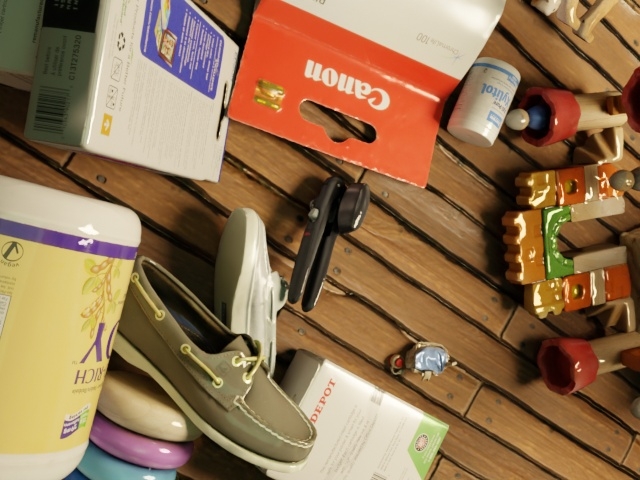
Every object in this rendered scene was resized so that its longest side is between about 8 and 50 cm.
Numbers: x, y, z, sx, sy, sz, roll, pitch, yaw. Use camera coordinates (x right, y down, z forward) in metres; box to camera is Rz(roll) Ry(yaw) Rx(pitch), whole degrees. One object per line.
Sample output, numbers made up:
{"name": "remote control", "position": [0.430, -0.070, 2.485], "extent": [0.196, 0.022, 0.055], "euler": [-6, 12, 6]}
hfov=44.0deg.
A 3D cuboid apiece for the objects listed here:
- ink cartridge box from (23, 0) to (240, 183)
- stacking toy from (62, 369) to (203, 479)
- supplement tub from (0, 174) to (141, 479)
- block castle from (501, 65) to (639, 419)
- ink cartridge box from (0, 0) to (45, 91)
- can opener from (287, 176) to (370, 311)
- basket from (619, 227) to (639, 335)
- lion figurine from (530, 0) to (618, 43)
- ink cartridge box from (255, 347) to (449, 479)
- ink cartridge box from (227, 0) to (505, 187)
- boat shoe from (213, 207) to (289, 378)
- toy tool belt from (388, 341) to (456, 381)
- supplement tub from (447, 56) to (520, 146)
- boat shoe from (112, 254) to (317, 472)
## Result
{"name": "ink cartridge box", "position": [-0.168, -0.161, 0.809], "extent": [0.069, 0.371, 0.176], "euler": [10, 91, 11]}
{"name": "stacking toy", "position": [-0.251, 0.324, 0.903], "extent": [0.141, 0.141, 0.331], "euler": [22, 90, -24]}
{"name": "supplement tub", "position": [-0.330, 0.103, 0.783], "extent": [0.240, 0.241, 0.332], "euler": [15, 89, -24]}
{"name": "block castle", "position": [0.405, 0.004, 1.068], "extent": [0.212, 0.303, 0.454], "euler": [-9, 97, -22]}
{"name": "ink cartridge box", "position": [-0.336, -0.208, 0.750], "extent": [0.237, 0.172, 0.100], "euler": [11, 91, 0]}
{"name": "can opener", "position": [0.000, 0.000, 0.999], "extent": [0.059, 0.073, 0.186], "euler": [36, 66, -26]}
{"name": "basket", "position": [0.669, 0.113, 1.186], "extent": [0.266, 0.328, 0.332], "euler": [-19, 102, -17]}
{"name": "lion figurine", "position": [0.368, -0.398, 1.028], "extent": [0.142, 0.392, 0.240], "euler": [37, 111, 10]}
{"name": "ink cartridge box", "position": [0.035, 0.260, 1.038], "extent": [0.219, 0.092, 0.160], "euler": [32, 81, -23]}
{"name": "ink cartridge box", "position": [0.078, -0.294, 1.007], "extent": [0.308, 0.091, 0.385], "euler": [17, 84, -25]}
{"name": "boat shoe", "position": [-0.083, 0.071, 0.985], "extent": [0.081, 0.079, 0.228], "euler": [-1, 101, -31]}
{"name": "toy tool belt", "position": [0.143, 0.169, 1.101], "extent": [0.083, 0.051, 0.052], "euler": [-1, 95, -24]}
{"name": "supplement tub", "position": [0.226, -0.192, 1.097], "extent": [0.071, 0.071, 0.107], "euler": [25, 84, -24]}
{"name": "boat shoe", "position": [-0.120, 0.139, 0.894], "extent": [0.305, 0.109, 0.091], "euler": [39, 109, 4]}
